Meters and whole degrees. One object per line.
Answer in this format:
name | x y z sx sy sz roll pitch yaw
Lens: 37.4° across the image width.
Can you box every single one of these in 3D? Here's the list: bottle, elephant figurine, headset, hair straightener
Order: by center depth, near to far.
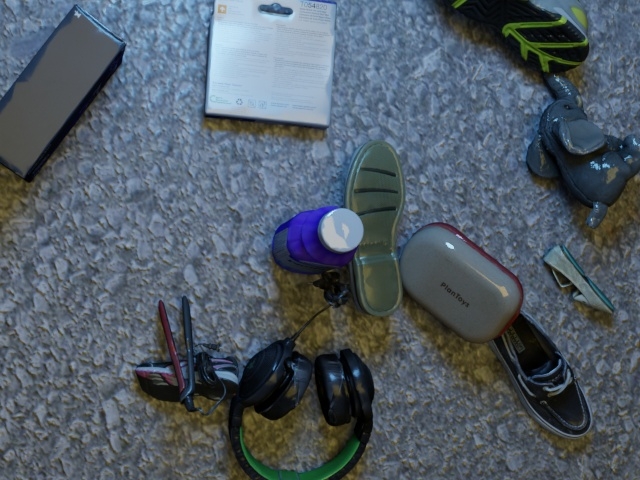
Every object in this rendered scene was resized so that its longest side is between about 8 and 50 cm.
bottle | 0.000 0.000 1.537 0.118 0.283 0.092 9 82 -13
hair straightener | -0.203 0.185 1.550 0.089 0.047 0.230 -13 51 -10
headset | -0.015 0.246 1.584 0.243 0.185 0.394 9 99 -13
elephant figurine | 0.458 -0.178 1.725 0.239 0.186 0.169 36 116 0

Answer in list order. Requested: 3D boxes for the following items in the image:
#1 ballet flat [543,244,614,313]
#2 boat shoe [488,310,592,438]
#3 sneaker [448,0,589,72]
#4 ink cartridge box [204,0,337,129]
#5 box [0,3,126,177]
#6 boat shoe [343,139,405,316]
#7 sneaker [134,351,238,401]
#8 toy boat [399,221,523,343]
ballet flat | 0.481 0.081 1.772 0.052 0.057 0.168 -39 95 18
boat shoe | 0.408 0.241 1.720 0.108 0.102 0.301 -34 97 -11
sneaker | 0.330 -0.459 1.680 0.384 0.145 0.147 38 47 -27
ink cartridge box | -0.086 -0.314 1.642 0.223 0.045 0.224 5 88 -13
box | -0.425 -0.225 1.496 0.103 0.184 0.261 36 83 -10
boat shoe | 0.081 -0.021 1.648 0.113 0.103 0.302 2 89 -18
sneaker | -0.221 0.226 1.604 0.178 0.077 0.072 6 127 3
toy boat | 0.255 0.062 1.677 0.231 0.151 0.151 39 121 10
